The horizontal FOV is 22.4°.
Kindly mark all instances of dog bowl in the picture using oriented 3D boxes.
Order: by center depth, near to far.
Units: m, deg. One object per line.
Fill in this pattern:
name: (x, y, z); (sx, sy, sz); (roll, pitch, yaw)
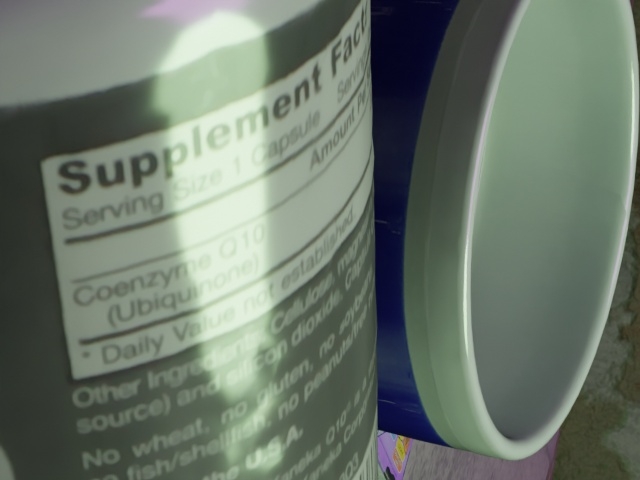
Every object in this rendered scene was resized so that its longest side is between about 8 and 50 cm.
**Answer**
dog bowl: (0.076, -0.027, 0.829); (0.265, 0.104, 0.264); (-31, 125, -58)

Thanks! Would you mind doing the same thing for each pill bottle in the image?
pill bottle: (-0.086, -0.030, 0.467); (0.204, 0.204, 0.361); (-60, 153, -52)

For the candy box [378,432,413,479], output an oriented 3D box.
candy box: (0.037, 0.065, 1.176); (0.165, 0.070, 0.196); (68, 35, -60)

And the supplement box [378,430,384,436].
supplement box: (0.000, 0.000, 0.945); (0.111, 0.114, 0.220); (-10, 107, -72)
